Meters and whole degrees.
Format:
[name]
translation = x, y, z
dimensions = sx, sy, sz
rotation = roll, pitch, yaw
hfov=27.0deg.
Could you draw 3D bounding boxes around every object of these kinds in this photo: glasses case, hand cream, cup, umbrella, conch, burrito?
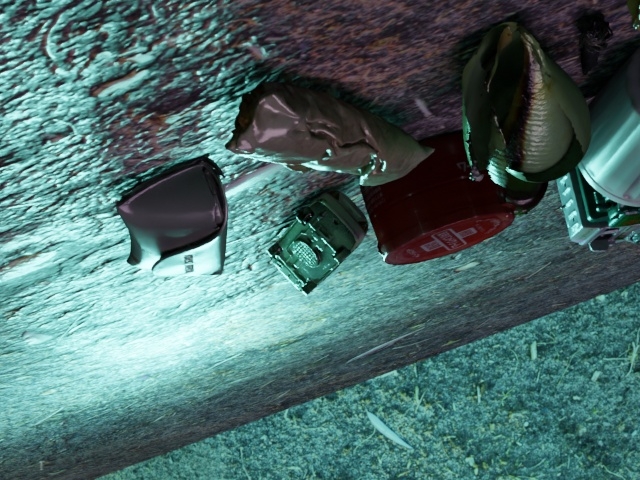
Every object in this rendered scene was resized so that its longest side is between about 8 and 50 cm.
[glasses case]
translation = -0.176, -0.007, 1.626
dimensions = 0.128, 0.083, 0.308
rotation = -17, 167, -9
[hand cream]
translation = 0.155, -0.054, 1.791
dimensions = 0.193, 0.125, 0.193
rotation = -18, 168, -4
[cup]
translation = 0.433, -0.177, 1.686
dimensions = 0.167, 0.221, 0.202
rotation = 17, 160, -1
[umbrella]
translation = 0.307, -0.227, 1.520
dimensions = 0.044, 0.044, 0.269
rotation = -45, 174, 2
[conch]
translation = 0.217, -0.140, 1.495
dimensions = 0.143, 0.137, 0.251
rotation = -23, 166, 22
[burrito]
translation = 0.006, -0.109, 1.473
dimensions = 0.117, 0.076, 0.392
rotation = -23, 166, 24

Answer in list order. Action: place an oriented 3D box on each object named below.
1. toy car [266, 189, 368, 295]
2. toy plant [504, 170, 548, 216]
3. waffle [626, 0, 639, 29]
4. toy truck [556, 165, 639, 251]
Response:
[toy car]
translation = 0.000, 0.000, 1.883
dimensions = 0.076, 0.090, 0.224
rotation = -43, 178, -29
[toy plant]
translation = 0.275, -0.080, 1.902
dimensions = 0.093, 0.092, 0.162
rotation = -18, 173, -2
[waffle]
translation = 0.381, -0.305, 1.159
dimensions = 0.213, 0.091, 0.308
rotation = -19, 168, 0
[toy truck]
translation = 0.469, -0.100, 1.968
dimensions = 0.178, 0.176, 0.363
rotation = -8, 165, -7
